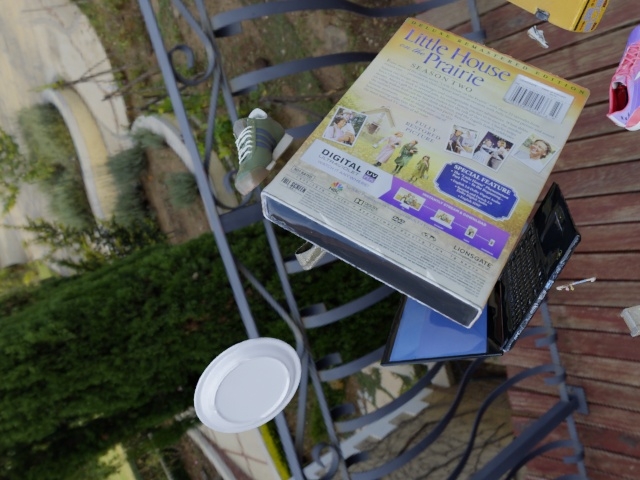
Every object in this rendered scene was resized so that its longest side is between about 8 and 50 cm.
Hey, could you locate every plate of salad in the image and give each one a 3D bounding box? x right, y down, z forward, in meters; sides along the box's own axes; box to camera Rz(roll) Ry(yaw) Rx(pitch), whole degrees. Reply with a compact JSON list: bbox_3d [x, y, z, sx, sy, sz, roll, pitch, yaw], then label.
[{"bbox_3d":[-0.128,0.252,1.005,0.048,0.199,0.200,42,140,51],"label":"plate of salad"}]

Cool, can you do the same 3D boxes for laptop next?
[{"bbox_3d":[0.211,0.040,0.778,0.136,0.234,0.265,25,115,5],"label":"laptop"}]

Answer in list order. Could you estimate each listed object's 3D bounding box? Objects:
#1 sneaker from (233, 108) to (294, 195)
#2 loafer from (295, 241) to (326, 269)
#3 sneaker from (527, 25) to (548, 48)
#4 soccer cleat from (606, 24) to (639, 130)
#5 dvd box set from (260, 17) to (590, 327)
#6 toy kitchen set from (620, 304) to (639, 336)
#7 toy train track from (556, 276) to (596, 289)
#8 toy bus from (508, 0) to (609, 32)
[{"bbox_3d":[-0.106,-0.143,0.873,0.064,0.192,0.086,-34,107,30],"label":"sneaker"},{"bbox_3d":[0.000,0.000,1.279,0.050,0.148,0.056,41,175,-32],"label":"loafer"},{"bbox_3d":[0.695,-0.645,1.801,0.037,0.032,0.083,-45,83,8],"label":"sneaker"},{"bbox_3d":[0.897,-0.482,1.637,0.108,0.116,0.319,180,101,-68],"label":"soccer cleat"},{"bbox_3d":[0.159,-0.125,0.794,0.307,0.421,0.062,28,151,13],"label":"dvd box set"},{"bbox_3d":[0.441,0.125,0.747,0.075,0.083,0.068,86,170,-55],"label":"toy kitchen set"},{"bbox_3d":[0.545,0.095,1.212,0.083,0.048,0.014,-26,82,44],"label":"toy train track"},{"bbox_3d":[0.647,-0.715,1.643,0.333,0.130,0.108,52,141,39],"label":"toy bus"}]
